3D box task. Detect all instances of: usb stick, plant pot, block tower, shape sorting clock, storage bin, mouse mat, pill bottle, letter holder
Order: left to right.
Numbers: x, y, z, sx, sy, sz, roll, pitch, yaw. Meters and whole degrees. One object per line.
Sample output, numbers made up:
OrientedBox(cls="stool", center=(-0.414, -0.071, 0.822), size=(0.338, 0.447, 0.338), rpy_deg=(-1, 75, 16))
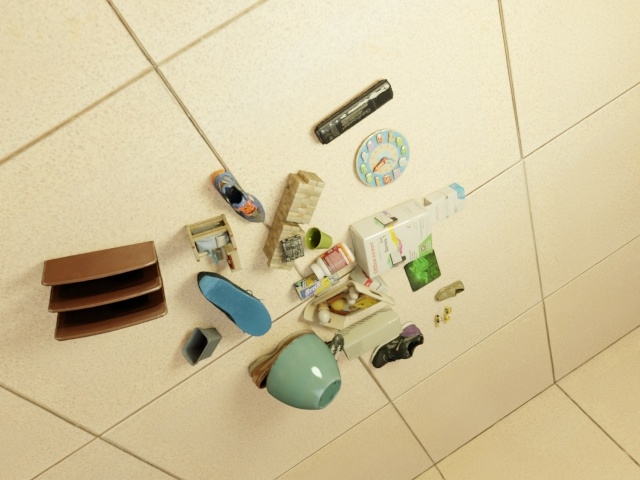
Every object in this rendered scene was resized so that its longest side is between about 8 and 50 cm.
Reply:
OrientedBox(cls="letter holder", center=(-0.617, 0.143, 1.292), size=(0.302, 0.214, 0.151), rpy_deg=(-12, 126, -18))
OrientedBox(cls="storage bin", center=(-0.430, 0.376, 1.630), size=(0.135, 0.098, 0.091), rpy_deg=(-57, 154, 16))
OrientedBox(cls="block tower", center=(-0.096, -0.065, 1.485), size=(0.091, 0.097, 0.335), rpy_deg=(8, 116, -30))
OrientedBox(cls="plant pot", center=(-0.035, 0.531, 1.714), size=(0.290, 0.196, 0.290), rpy_deg=(-32, 138, -35))
OrientedBox(cls="plant pot", center=(0.000, 0.000, 1.590), size=(0.079, 0.083, 0.083), rpy_deg=(15, 114, -45))
OrientedBox(cls="pill bottle", center=(0.043, 0.079, 1.653), size=(0.152, 0.086, 0.086), rpy_deg=(-33, 130, -3))
OrientedBox(cls="usb stick", center=(0.106, -0.398, 1.387), size=(0.278, 0.045, 0.077), rpy_deg=(-35, 137, 0))
OrientedBox(cls="shape sorting clock", center=(0.216, -0.278, 1.524), size=(0.207, 0.040, 0.206), rpy_deg=(-13, 126, -18))
OrientedBox(cls="mouse mat", center=(0.445, 0.133, 1.936), size=(0.153, 0.007, 0.189), rpy_deg=(-31, 129, -4))

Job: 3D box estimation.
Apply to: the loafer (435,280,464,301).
OrientedBox(cls="loafer", center=(0.597, 0.237, 2.051), size=(0.148, 0.050, 0.056), rpy_deg=(-33, 130, -3))

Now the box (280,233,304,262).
OrientedBox(cls="box", center=(-0.091, 0.027, 1.475), size=(0.067, 0.018, 0.083), rpy_deg=(-21, 128, -13))

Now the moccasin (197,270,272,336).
OrientedBox(cls="moccasin", center=(-0.292, 0.206, 1.563), size=(0.138, 0.117, 0.342), rpy_deg=(-43, 126, -10))

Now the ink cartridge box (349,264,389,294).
OrientedBox(cls="ink cartridge box", center=(0.196, 0.164, 1.775), size=(0.135, 0.099, 0.056), rpy_deg=(26, 107, -36))

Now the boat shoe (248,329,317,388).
OrientedBox(cls="boat shoe", center=(-0.140, 0.491, 1.823), size=(0.324, 0.116, 0.123), rpy_deg=(-38, 130, 2))

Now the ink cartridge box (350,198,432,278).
OrientedBox(cls="ink cartridge box", center=(0.270, -0.006, 1.684), size=(0.278, 0.117, 0.201), rpy_deg=(-23, 129, -10))

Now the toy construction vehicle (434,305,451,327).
OrientedBox(cls="toy construction vehicle", center=(0.589, 0.368, 2.152), size=(0.086, 0.035, 0.098), rpy_deg=(-31, 133, -18))

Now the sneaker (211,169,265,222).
OrientedBox(cls="sneaker", center=(-0.248, -0.119, 1.376), size=(0.083, 0.087, 0.221), rpy_deg=(-42, 129, 6))

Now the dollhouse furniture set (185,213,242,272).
OrientedBox(cls="dollhouse furniture set", center=(-0.331, 0.039, 1.415), size=(0.130, 0.129, 0.183), rpy_deg=(-18, 128, -14))

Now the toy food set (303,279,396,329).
OrientedBox(cls="toy food set", center=(0.111, 0.268, 1.744), size=(0.220, 0.092, 0.306), rpy_deg=(25, 139, -35))

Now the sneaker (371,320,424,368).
OrientedBox(cls="sneaker", center=(0.357, 0.511, 2.072), size=(0.283, 0.124, 0.107), rpy_deg=(-48, 128, 10))

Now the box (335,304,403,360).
OrientedBox(cls="box", center=(0.213, 0.402, 1.949), size=(0.275, 0.094, 0.113), rpy_deg=(-26, 130, -8))

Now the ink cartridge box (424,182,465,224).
OrientedBox(cls="ink cartridge box", center=(0.466, -0.138, 1.727), size=(0.180, 0.060, 0.104), rpy_deg=(-25, 130, -9))

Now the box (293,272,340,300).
OrientedBox(cls="box", center=(-0.014, 0.161, 1.702), size=(0.169, 0.054, 0.059), rpy_deg=(-25, 129, -8))

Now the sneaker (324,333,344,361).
OrientedBox(cls="sneaker", center=(0.031, 0.460, 1.888), size=(0.078, 0.106, 0.234), rpy_deg=(-30, 147, -38))
